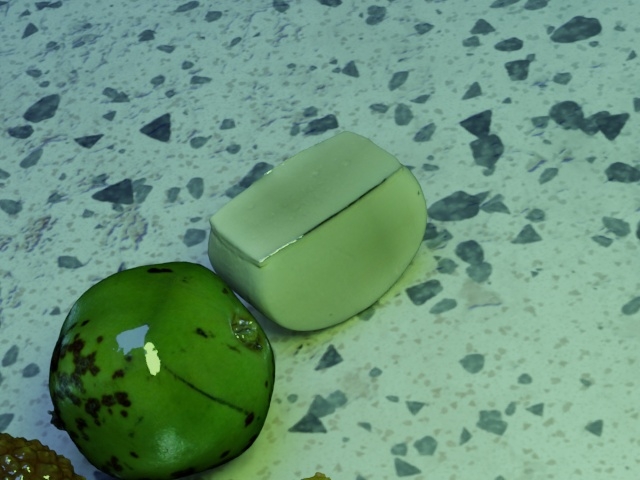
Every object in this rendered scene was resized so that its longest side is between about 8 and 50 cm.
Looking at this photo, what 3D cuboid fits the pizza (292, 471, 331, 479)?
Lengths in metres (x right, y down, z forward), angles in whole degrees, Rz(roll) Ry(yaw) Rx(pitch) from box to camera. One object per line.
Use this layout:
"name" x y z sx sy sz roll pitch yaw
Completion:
"pizza" -0.058 0.319 1.488 0.335 0.086 0.226 11 51 28

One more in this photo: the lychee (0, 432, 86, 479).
"lychee" -0.314 0.313 1.499 0.200 0.200 0.238 -12 84 5

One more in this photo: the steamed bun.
"steamed bun" 0.000 0.000 1.733 0.242 0.164 0.146 -35 45 -16

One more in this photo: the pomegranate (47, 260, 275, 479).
"pomegranate" -0.182 0.147 1.596 0.270 0.254 0.254 -19 41 18
